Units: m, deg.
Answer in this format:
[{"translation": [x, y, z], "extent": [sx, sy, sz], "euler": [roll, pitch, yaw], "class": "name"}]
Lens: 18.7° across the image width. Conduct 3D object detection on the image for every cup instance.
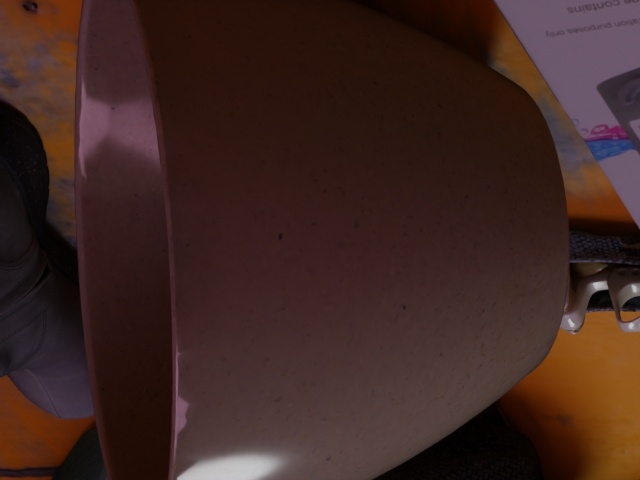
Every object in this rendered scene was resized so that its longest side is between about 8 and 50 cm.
[{"translation": [0.000, 0.000, 1.092], "extent": [0.237, 0.331, 0.331], "euler": [-4, 149, -15], "class": "cup"}]

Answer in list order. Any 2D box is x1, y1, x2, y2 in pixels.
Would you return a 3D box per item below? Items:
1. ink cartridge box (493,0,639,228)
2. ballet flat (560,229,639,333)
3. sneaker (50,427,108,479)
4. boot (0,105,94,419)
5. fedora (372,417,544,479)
[{"translation": [0.188, -0.135, 0.858], "extent": [0.131, 0.226, 0.306], "euler": [-8, 140, 33], "class": "ink cartridge box"}, {"translation": [0.181, 0.029, 1.232], "extent": [0.188, 0.070, 0.070], "euler": [-4, 141, 27], "class": "ballet flat"}, {"translation": [-0.141, 0.268, 1.652], "extent": [0.208, 0.127, 0.319], "euler": [25, 154, -9], "class": "sneaker"}, {"translation": [-0.244, 0.085, 1.344], "extent": [0.118, 0.222, 0.338], "euler": [3, 143, 18], "class": "boot"}, {"translation": [0.052, 0.215, 1.426], "extent": [0.334, 0.334, 0.152], "euler": [1, 110, 22], "class": "fedora"}]
